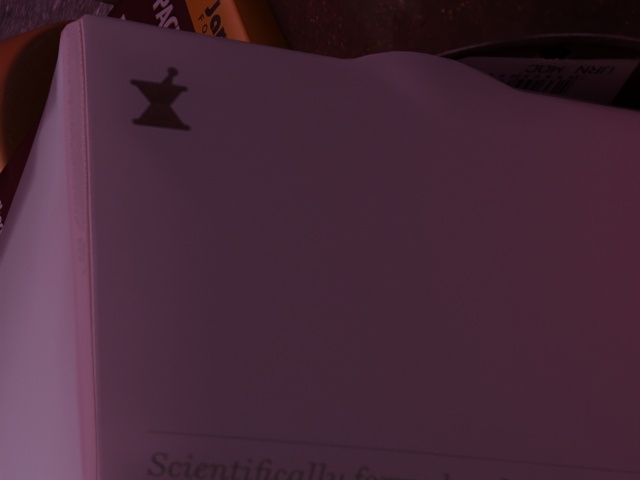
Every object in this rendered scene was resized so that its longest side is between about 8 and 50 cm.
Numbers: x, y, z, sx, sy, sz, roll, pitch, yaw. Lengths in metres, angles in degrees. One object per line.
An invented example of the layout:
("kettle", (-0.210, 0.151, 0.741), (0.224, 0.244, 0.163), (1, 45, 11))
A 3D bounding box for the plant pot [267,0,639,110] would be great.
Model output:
("plant pot", (0.047, -0.142, 0.547), (0.215, 0.215, 0.230), (141, 129, -57))

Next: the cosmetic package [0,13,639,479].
("cosmetic package", (-0.025, 0.115, 0.552), (0.365, 0.197, 0.155), (120, 151, -50))

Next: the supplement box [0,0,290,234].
("supplement box", (0.000, 0.000, 0.675), (0.194, 0.191, 0.129), (-48, 48, 37))

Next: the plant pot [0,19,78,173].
("plant pot", (-0.181, -0.009, 1.157), (0.203, 0.291, 0.291), (-31, 43, 40))

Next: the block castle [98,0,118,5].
("block castle", (-0.043, -0.374, 1.175), (0.453, 0.213, 0.303), (-67, 25, 23))
